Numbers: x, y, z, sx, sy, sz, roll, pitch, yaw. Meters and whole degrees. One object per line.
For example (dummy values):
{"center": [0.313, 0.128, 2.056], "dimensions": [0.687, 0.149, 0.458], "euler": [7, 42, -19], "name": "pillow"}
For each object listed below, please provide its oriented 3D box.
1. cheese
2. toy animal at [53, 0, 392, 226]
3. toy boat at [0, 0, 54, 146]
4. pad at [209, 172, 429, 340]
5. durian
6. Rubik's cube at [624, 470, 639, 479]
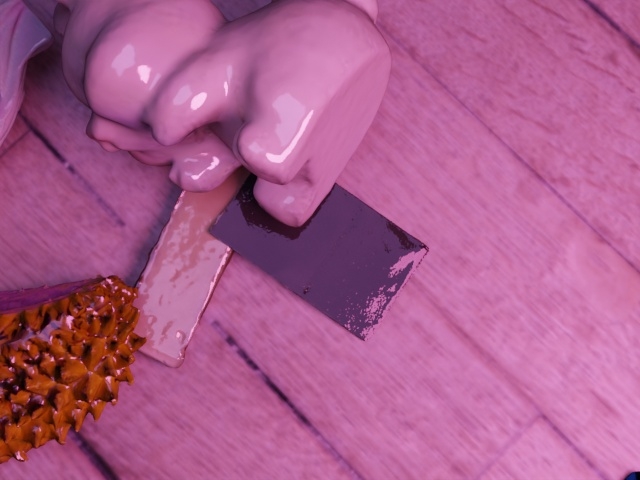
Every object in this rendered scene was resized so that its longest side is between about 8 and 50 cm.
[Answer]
{"center": [-0.090, -0.065, 1.029], "dimensions": [0.085, 0.034, 0.400], "euler": [24, 82, 6], "name": "cheese"}
{"center": [-0.121, -0.181, 0.946], "dimensions": [0.367, 0.196, 0.241], "euler": [19, 72, 13], "name": "toy animal"}
{"center": [-0.396, -0.131, 1.033], "dimensions": [0.290, 0.100, 0.199], "euler": [-44, 79, -3], "name": "toy boat"}
{"center": [0.000, 0.000, 1.004], "dimensions": [0.193, 0.004, 0.116], "euler": [35, 83, 0], "name": "pad"}
{"center": [-0.332, 0.129, 0.962], "dimensions": [0.341, 0.112, 0.191], "euler": [-5, 76, 9], "name": "durian"}
{"center": [0.268, 0.316, 0.818], "dimensions": [0.284, 0.234, 0.250], "euler": [14, 80, 8], "name": "Rubik's cube"}
